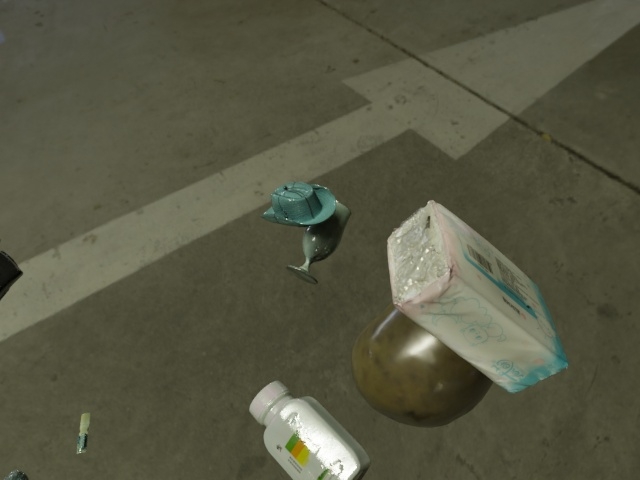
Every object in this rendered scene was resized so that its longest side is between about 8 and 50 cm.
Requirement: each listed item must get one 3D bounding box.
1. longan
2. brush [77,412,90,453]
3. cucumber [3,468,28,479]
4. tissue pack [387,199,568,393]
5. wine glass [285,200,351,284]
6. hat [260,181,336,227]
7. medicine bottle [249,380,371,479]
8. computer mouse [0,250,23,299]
[{"bbox_3d":[0.275,0.303,1.416,0.404,0.336,0.405,-26,41,25],"label":"longan"},{"bbox_3d":[-0.425,0.343,0.959,0.016,0.013,0.084,-12,37,-9],"label":"brush"},{"bbox_3d":[-0.834,0.670,1.421,0.064,0.064,0.112,3,38,13],"label":"cucumber"},{"bbox_3d":[0.236,0.087,0.823,0.124,0.271,0.201,-43,23,24],"label":"tissue pack"},{"bbox_3d":[0.000,0.000,1.314,0.093,0.093,0.202,20,74,26],"label":"wine glass"},{"bbox_3d":[-0.059,-0.089,1.201,0.190,0.078,0.138,6,40,35],"label":"hat"},{"bbox_3d":[-0.035,0.467,1.253,0.296,0.111,0.161,41,101,29],"label":"medicine bottle"},{"bbox_3d":[-0.708,0.106,1.055,0.147,0.088,0.264,33,49,-20],"label":"computer mouse"}]
